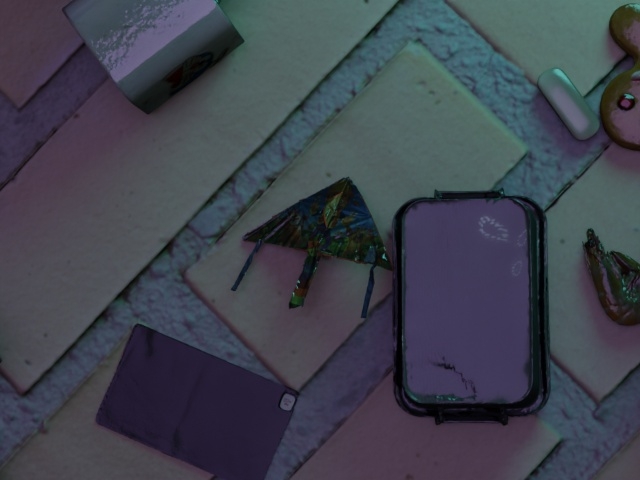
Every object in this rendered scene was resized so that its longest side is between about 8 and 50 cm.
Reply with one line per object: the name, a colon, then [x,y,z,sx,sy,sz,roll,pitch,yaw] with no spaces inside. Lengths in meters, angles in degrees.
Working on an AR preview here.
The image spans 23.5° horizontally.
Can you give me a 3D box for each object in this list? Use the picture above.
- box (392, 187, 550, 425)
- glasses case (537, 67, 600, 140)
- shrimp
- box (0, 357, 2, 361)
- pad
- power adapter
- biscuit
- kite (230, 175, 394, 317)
box: [0.147,0.064,1.523,0.163,0.135,0.243,0,86,7]
glasses case: [0.256,-0.141,1.585,0.032,0.021,0.083,-35,83,2]
shrimp: [0.305,0.034,1.567,0.059,0.023,0.108,-18,83,-5]
box: [-0.404,0.086,1.592,0.060,0.111,0.156,-39,84,-6]
pad: [-0.130,0.175,1.609,0.193,0.004,0.116,22,88,7]
power adapter: [-0.141,-0.243,1.581,0.205,0.130,0.125,-37,83,3]
biscuit: [0.378,-0.200,1.571,0.165,0.036,0.250,37,90,9]
kite: [0.000,0.000,1.578,0.182,0.010,0.160,11,66,28]
